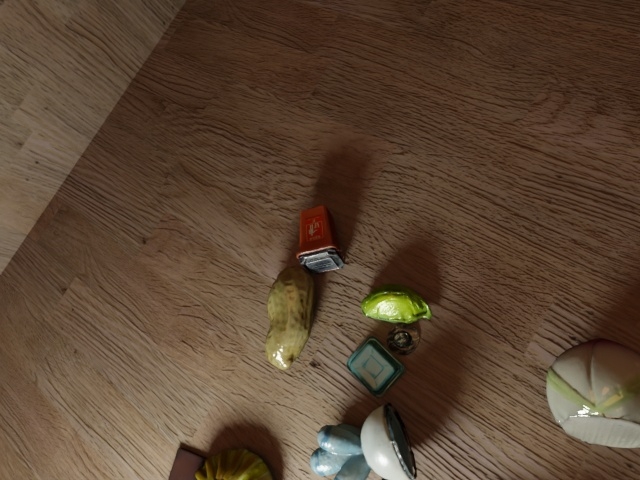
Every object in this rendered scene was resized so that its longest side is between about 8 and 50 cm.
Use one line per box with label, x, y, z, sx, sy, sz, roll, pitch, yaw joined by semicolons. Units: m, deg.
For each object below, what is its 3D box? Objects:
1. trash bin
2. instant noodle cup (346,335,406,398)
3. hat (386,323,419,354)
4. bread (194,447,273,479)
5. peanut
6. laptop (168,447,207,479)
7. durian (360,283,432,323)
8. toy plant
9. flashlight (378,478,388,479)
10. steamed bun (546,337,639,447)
trash bin;0.000;0.000;1.660;0.161;0.184;0.239;-14;59;14
instant noodle cup;0.189;0.448;1.504;0.179;0.070;0.157;42;92;23
hat;0.292;0.348;1.508;0.121;0.050;0.121;-5;70;15
bread;-0.326;0.898;1.490;0.332;0.160;0.334;-6;70;17
peanut;-0.124;0.286;1.604;0.192;0.169;0.388;-1;74;32
laptop;-0.512;0.920;1.621;0.153;0.026;0.207;9;76;23
durian;0.270;0.226;1.531;0.249;0.101;0.139;-6;107;17
toy plant;0.118;0.688;1.374;0.331;0.247;0.247;-24;68;13
flashlight;0.222;0.891;1.353;0.092;0.093;0.232;-15;64;14
steamed bun;0.802;0.405;1.202;0.308;0.309;0.310;-5;72;17
